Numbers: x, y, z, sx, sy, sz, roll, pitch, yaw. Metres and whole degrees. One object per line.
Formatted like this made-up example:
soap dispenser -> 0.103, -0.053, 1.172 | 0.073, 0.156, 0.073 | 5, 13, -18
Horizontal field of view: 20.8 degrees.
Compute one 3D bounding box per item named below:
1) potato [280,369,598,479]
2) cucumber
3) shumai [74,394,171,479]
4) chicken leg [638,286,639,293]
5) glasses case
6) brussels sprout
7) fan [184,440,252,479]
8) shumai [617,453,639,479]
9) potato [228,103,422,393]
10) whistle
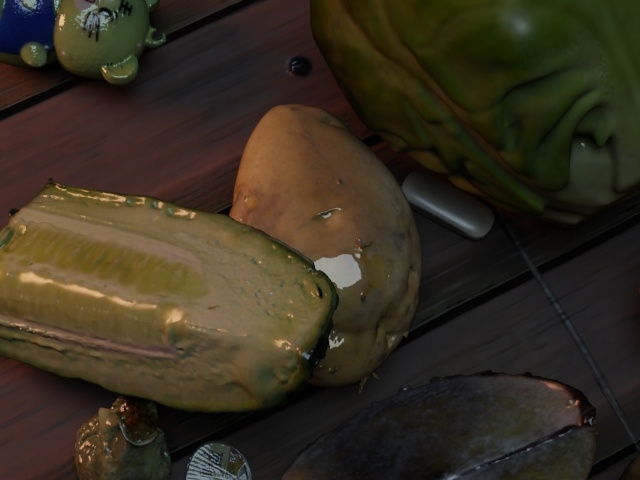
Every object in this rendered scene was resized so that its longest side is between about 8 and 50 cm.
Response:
potato -> 0.094, 0.184, 1.367 | 0.261, 0.100, 0.120 | -20, 33, 6
cucumber -> -0.117, 0.052, 1.330 | 0.325, 0.105, 0.145 | 10, 46, 30
shumai -> -0.152, 0.162, 1.354 | 0.082, 0.080, 0.083 | -36, 77, -12
chicken leg -> 0.401, 0.074, 1.411 | 0.304, 0.093, 0.113 | 19, 92, -5
glasses case -> 0.106, -0.030, 1.463 | 0.083, 0.021, 0.032 | 28, 71, 8
brussels sprout -> 0.159, -0.171, 1.374 | 0.281, 0.289, 0.355 | -43, 98, -31
fan -> -0.072, 0.185, 1.389 | 0.080, 0.003, 0.060 | -18, 73, -8
shumai -> 0.297, 0.168, 1.211 | 0.272, 0.204, 0.222 | -9, 48, 34
potato -> 0.005, 0.000, 1.393 | 0.161, 0.128, 0.235 | 10, 65, -2
whistle -> -0.240, -0.194, 1.476 | 0.227, 0.085, 0.105 | 13, 61, 3
